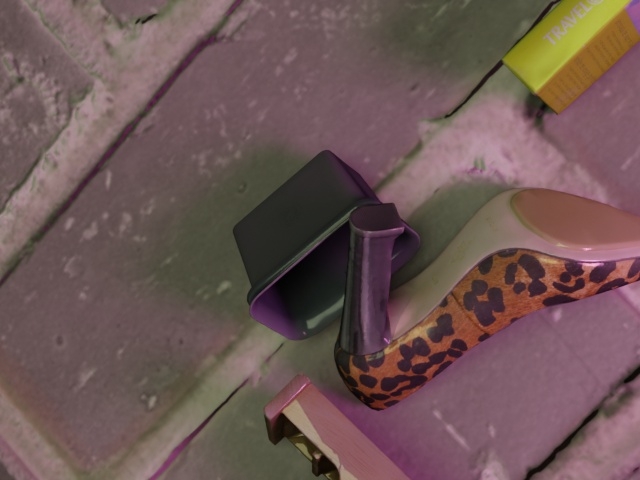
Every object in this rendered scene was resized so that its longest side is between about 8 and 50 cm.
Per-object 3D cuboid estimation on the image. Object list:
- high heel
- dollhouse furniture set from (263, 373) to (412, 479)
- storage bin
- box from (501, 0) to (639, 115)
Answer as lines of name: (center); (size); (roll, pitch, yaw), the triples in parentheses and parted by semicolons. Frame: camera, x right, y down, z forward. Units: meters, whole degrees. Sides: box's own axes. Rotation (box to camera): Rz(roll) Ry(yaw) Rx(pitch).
high heel: (0.142, 0.056, 0.970); (0.261, 0.093, 0.186); (1, 126, -3)
dollhouse furniture set: (-0.042, 0.249, 0.943); (0.161, 0.212, 0.242); (43, 75, 14)
storage bin: (0.000, 0.000, 1.000); (0.135, 0.098, 0.091); (-39, 49, 14)
box: (0.219, -0.172, 0.912); (0.178, 0.109, 0.042); (-44, 74, 13)
